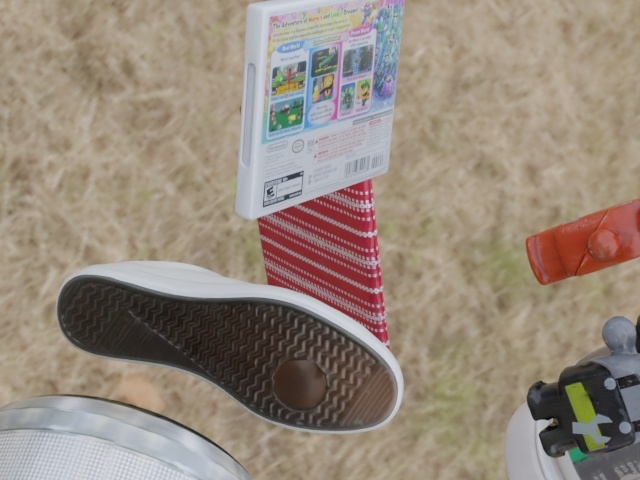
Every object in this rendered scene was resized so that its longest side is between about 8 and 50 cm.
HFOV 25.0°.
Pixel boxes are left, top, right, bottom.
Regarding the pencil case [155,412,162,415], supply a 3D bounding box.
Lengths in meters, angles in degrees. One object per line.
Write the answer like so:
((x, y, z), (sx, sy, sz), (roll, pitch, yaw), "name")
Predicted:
((-0.145, 0.259, 1.397), (0.098, 0.095, 0.209), (-24, 58, -15), "pencil case")

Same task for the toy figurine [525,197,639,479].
((0.245, 0.081, 0.979), (0.213, 0.148, 0.209), (48, 36, -36), "toy figurine")

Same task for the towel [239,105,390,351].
((0.000, 0.000, 1.450), (0.031, 0.199, 0.275), (-23, 119, -30), "towel")

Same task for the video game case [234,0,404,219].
((0.002, -0.099, 0.985), (0.157, 0.019, 0.143), (-21, 123, -48), "video game case")

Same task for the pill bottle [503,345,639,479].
((0.364, 0.181, 1.460), (0.204, 0.361, 0.204), (18, 56, -28), "pill bottle")

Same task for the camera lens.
((-0.163, 0.254, 0.933), (0.219, 0.219, 0.274), (32, 52, -21), "camera lens")

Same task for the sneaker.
((-0.061, 0.071, 1.186), (0.290, 0.106, 0.123), (18, 14, 12), "sneaker")
